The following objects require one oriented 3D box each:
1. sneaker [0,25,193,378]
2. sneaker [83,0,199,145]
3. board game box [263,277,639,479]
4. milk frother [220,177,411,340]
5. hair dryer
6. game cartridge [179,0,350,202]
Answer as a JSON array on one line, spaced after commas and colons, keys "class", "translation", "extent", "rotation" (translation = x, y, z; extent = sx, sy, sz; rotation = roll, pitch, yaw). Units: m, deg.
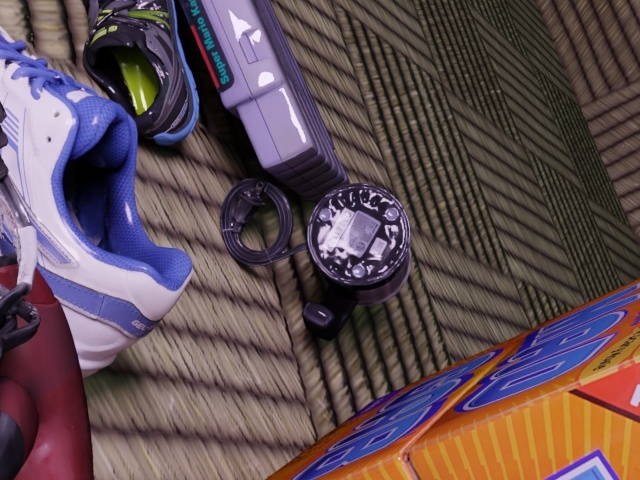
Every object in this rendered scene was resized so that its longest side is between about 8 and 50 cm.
[{"class": "sneaker", "translation": [-0.170, -0.070, 0.627], "extent": [0.297, 0.131, 0.112], "rotation": [62, 26, 3]}, {"class": "sneaker", "translation": [-0.150, -0.165, 0.836], "extent": [0.078, 0.067, 0.188], "rotation": [2, 66, -69]}, {"class": "board game box", "translation": [0.190, 0.252, 0.731], "extent": [0.356, 0.356, 0.356], "rotation": [64, 25, 4]}, {"class": "milk frother", "translation": [0.000, 0.000, 0.921], "extent": [0.143, 0.129, 0.135], "rotation": [47, -4, 11]}, {"class": "hair dryer", "translation": [-0.154, 0.076, 0.474], "extent": [0.224, 0.080, 0.294], "rotation": [-106, -173, -49]}, {"class": "game cartridge", "translation": [-0.081, -0.212, 0.959], "extent": [0.355, 0.068, 0.230], "rotation": [67, 11, 9]}]
